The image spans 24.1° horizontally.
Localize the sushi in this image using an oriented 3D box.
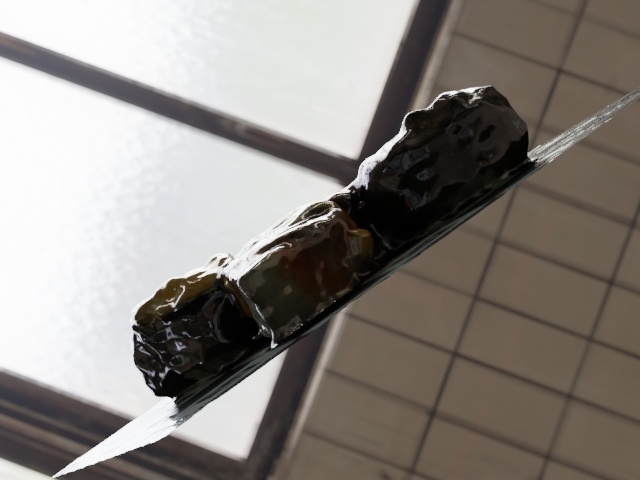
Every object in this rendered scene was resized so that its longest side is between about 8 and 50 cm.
[{"bbox_3d":[0.000,0.000,0.856,0.359,0.064,0.343,-34,0,-22],"label":"sushi"}]
